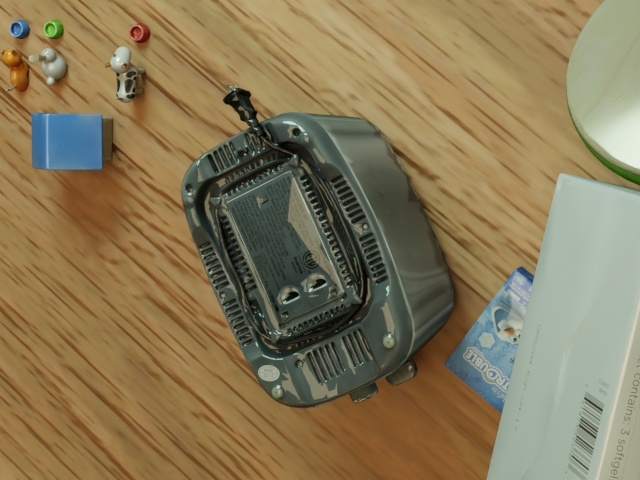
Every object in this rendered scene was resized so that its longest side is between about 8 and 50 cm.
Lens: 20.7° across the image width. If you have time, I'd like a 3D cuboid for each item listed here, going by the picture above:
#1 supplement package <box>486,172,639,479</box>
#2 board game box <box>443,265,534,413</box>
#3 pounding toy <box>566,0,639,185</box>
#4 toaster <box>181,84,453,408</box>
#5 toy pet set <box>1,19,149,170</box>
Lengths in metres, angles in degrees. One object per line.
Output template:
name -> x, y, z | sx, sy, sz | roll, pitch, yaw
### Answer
supplement package -> 0.205, 0.108, 1.041 | 0.145, 0.204, 0.261 | 11, 95, -10
board game box -> 0.147, 0.081, 1.229 | 0.090, 0.020, 0.090 | 40, 109, 15
pounding toy -> 0.282, -0.092, 1.100 | 0.237, 0.110, 0.183 | -15, 52, 17
toaster -> 0.000, 0.000, 1.215 | 0.129, 0.146, 0.227 | -27, 85, 22
toy pet set -> -0.199, -0.112, 1.333 | 0.122, 0.065, 0.114 | 3, 96, 23
